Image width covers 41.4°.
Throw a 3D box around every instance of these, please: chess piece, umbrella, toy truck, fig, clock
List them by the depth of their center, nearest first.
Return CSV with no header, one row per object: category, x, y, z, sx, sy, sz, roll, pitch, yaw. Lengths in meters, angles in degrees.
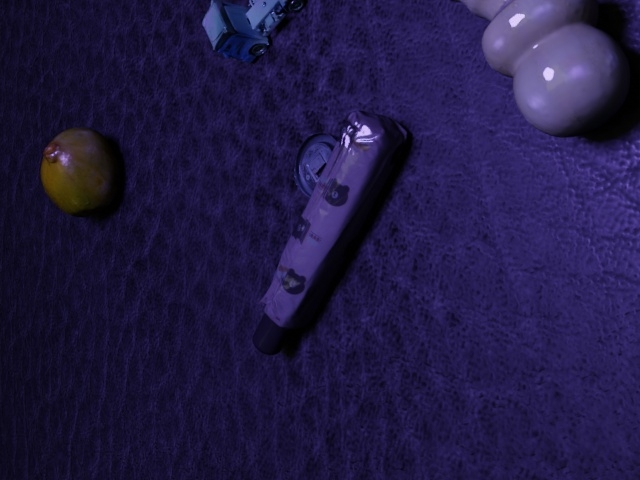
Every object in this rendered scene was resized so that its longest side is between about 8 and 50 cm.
chess piece,0.200,-0.214,0.795,0.144,0.144,0.251,-38,71,37
umbrella,0.000,0.000,1.017,0.067,0.073,0.337,50,123,42
clock,0.002,-0.092,1.054,0.085,0.017,0.085,-1,89,43
toy truck,-0.078,-0.308,1.089,0.175,0.081,0.067,-39,66,36
fig,-0.386,-0.111,1.362,0.136,0.121,0.153,29,132,35
